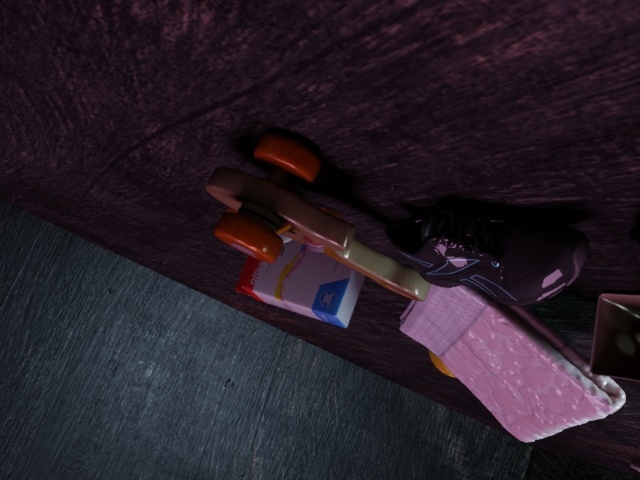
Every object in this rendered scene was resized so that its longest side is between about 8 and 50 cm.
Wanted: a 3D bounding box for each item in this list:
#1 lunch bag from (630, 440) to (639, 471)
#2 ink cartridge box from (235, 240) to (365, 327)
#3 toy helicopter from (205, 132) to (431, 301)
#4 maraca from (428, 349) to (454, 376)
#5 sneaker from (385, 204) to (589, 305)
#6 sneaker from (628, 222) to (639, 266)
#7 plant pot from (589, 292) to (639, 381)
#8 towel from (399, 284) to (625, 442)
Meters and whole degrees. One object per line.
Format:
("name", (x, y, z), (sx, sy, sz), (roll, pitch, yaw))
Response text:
("lunch bag", (0.471, 0.151, 0.572), (0.169, 0.235, 0.287), (31, 164, -12))
("ink cartridge box", (-0.044, 0.051, 1.120), (0.231, 0.134, 0.078), (15, 164, 22))
("toy helicopter", (0.000, 0.000, 0.889), (0.355, 0.140, 0.235), (29, 169, -23))
("maraca", (0.294, 0.235, 1.369), (0.127, 0.099, 0.185), (20, -169, 15))
("sneaker", (0.181, 0.012, 0.751), (0.106, 0.101, 0.267), (33, 161, -27))
("sneaker", (0.408, 0.040, 0.527), (0.116, 0.136, 0.314), (51, 175, -30))
("plant pot", (0.431, 0.133, 0.827), (0.096, 0.109, 0.109), (17, 169, -32))
("towel", (0.274, 0.185, 1.020), (0.317, 0.053, 0.332), (42, 160, 14))
